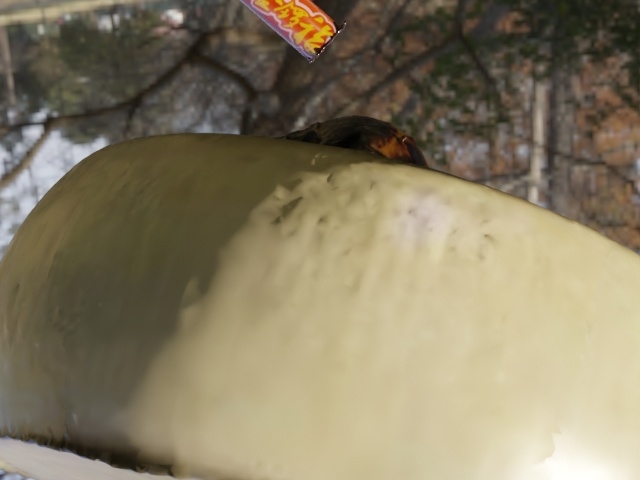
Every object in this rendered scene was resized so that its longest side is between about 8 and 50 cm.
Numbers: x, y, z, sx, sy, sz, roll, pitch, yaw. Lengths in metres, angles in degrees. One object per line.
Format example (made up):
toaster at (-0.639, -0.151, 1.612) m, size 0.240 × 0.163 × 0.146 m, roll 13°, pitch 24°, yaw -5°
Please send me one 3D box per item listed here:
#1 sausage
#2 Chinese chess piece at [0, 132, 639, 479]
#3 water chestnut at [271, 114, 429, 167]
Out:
sausage at (-0.046, -0.218, 1.083) m, size 0.050 × 0.145 × 0.048 m, roll -45°, pitch -174°, yaw 40°
Chinese chess piece at (0.014, 0.081, 0.559) m, size 0.338 × 0.140 × 0.338 m, roll 15°, pitch 160°, yaw 6°
water chestnut at (0.000, 0.000, 1.439) m, size 0.300 × 0.300 × 0.300 m, roll -4°, pitch -168°, yaw 1°
